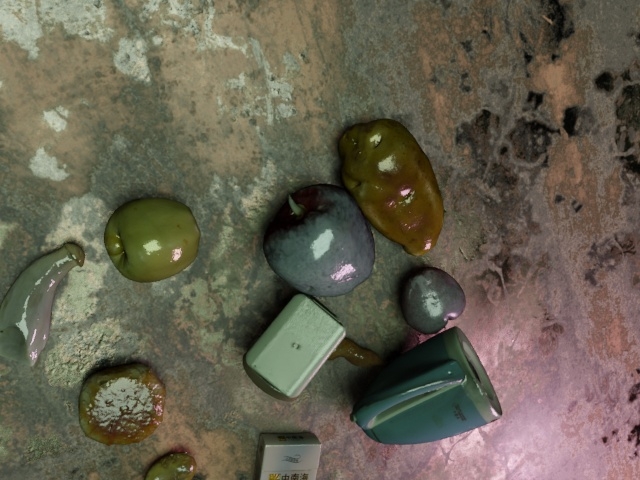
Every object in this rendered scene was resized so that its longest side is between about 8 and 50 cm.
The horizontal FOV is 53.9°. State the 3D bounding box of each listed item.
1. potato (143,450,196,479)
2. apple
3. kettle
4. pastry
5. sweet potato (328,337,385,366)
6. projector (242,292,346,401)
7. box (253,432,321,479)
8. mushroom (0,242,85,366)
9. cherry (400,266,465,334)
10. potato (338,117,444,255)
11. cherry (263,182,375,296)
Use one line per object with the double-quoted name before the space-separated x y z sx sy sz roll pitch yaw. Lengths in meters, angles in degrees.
"potato" -0.364 0.567 1.523 0.138 0.070 0.091 -32 111 -8
"apple" -0.358 -0.002 1.345 0.200 0.200 0.200 -4 103 -18
"kettle" 0.234 0.387 1.571 0.342 0.247 0.319 -28 152 14
"pastry" -0.451 0.373 1.441 0.193 0.093 0.182 1 99 -18
"sweet potato" 0.077 0.286 1.622 0.218 0.051 0.065 16 93 -22
"projector" -0.063 0.249 1.485 0.163 0.177 0.242 38 86 3
"box" -0.094 0.622 1.627 0.155 0.067 0.242 4 101 -21
"mushroom" -0.601 0.121 1.334 0.118 0.103 0.270 25 88 -21
"cherry" 0.280 0.154 1.615 0.176 0.140 0.176 -1 92 -14
"potato" 0.183 -0.123 1.517 0.369 0.176 0.195 55 48 -23
"cherry" 0.000 0.000 1.438 0.296 0.218 0.255 49 48 -28
